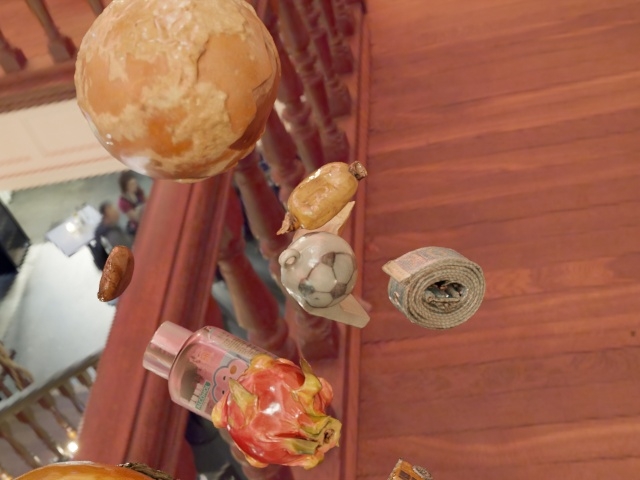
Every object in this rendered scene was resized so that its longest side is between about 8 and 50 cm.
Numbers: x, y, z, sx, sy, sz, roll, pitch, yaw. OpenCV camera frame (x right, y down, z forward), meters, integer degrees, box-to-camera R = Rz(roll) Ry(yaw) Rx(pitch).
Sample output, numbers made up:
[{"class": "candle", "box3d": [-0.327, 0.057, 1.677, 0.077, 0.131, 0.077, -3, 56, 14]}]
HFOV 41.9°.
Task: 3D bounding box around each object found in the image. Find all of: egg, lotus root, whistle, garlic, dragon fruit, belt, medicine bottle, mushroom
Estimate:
[{"class": "egg", "box3d": [-0.137, -0.150, 0.804, 0.195, 0.195, 0.233, -47, 6, -27]}, {"class": "lotus root", "box3d": [-0.004, -0.059, 1.151, 0.152, 0.063, 0.072, -41, 52, 4]}, {"class": "whistle", "box3d": [0.019, 0.067, 1.639, 0.163, 0.290, 0.163, -15, 66, 36]}, {"class": "garlic", "box3d": [-0.004, 0.001, 2.102, 0.148, 0.266, 0.128, -9, 81, -15]}, {"class": "dragon fruit", "box3d": [-0.028, 0.135, 0.640, 0.081, 0.086, 0.116, 2, 19, -40]}, {"class": "belt", "box3d": [0.201, 0.084, 1.429, 0.163, 0.147, 0.082, -23, 28, -18]}, {"class": "medicine bottle", "box3d": [-0.164, 0.194, 1.247, 0.188, 0.094, 0.119, 25, 98, 7]}, {"class": "mushroom", "box3d": [-0.405, 0.069, 1.662, 0.052, 0.123, 0.123, 16, 48, 0]}]

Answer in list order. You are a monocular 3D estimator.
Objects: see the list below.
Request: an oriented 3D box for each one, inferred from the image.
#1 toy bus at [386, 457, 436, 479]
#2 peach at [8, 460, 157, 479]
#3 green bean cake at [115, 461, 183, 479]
[{"class": "toy bus", "box3d": [0.167, 0.399, 1.176, 0.182, 0.103, 0.091, 31, 99, 9]}, {"class": "peach", "box3d": [-0.242, 0.386, 0.909, 0.332, 0.308, 0.308, 1, 46, 16]}, {"class": "green bean cake", "box3d": [-0.272, 0.502, 1.352, 0.132, 0.255, 0.241, -20, 51, 42]}]
